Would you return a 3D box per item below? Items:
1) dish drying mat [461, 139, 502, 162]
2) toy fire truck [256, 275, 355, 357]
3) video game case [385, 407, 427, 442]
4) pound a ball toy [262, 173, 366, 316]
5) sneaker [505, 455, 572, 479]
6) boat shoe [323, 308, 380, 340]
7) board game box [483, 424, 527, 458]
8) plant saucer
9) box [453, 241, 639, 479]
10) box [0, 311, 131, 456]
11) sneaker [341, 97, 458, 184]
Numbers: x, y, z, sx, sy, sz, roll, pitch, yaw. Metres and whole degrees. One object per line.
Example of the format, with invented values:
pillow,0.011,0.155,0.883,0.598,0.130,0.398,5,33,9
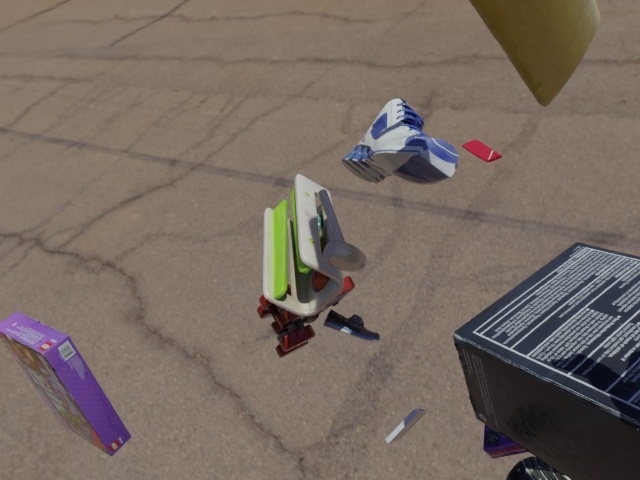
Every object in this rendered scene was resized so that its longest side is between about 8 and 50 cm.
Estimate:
dish drying mat,0.292,-0.163,0.926,0.032,0.008,0.083,-24,36,-5
toy fire truck,-0.037,0.207,1.504,0.254,0.302,0.169,-23,76,-18
video game case,0.181,0.384,1.064,0.087,0.122,0.011,-47,64,2
pound a ball toy,0.000,0.000,0.997,0.208,0.136,0.319,-44,32,28
sneaker,0.596,0.661,1.325,0.147,0.330,0.129,-53,29,26
boat shoe,0.103,0.264,1.598,0.183,0.066,0.066,17,82,9
board game box,0.542,0.375,1.186,0.347,0.056,0.208,-33,25,37
plant saucer,0.168,-0.333,0.460,0.081,0.333,0.332,-16,73,34
box,0.401,0.169,0.689,0.296,0.182,0.294,-29,23,-21
box,-0.519,0.291,1.035,0.201,0.293,0.057,10,38,35
sneaker,0.177,-0.230,1.117,0.182,0.127,0.315,-62,28,-7
